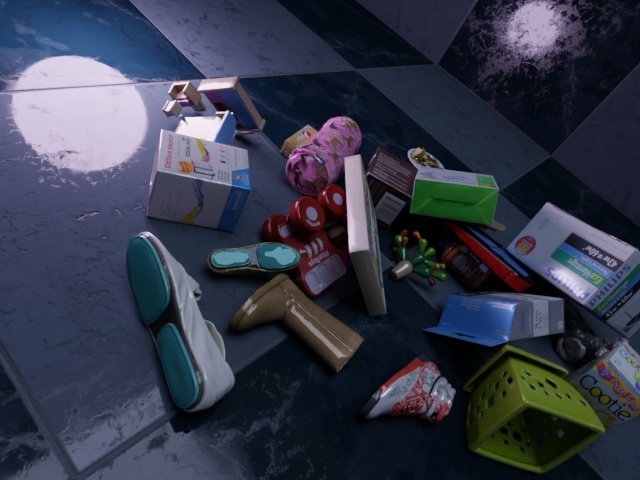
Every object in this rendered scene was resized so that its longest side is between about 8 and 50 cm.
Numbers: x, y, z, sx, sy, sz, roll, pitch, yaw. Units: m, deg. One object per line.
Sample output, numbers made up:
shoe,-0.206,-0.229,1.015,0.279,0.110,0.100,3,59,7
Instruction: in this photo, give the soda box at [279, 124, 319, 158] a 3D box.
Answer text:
soda box,-0.074,-0.359,1.633,0.058,0.061,0.181,36,40,3

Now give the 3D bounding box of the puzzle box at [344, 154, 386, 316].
puzzle box,0.128,-0.025,1.288,0.052,0.272,0.409,-11,44,12

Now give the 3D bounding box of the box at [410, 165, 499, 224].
box,0.449,-0.156,1.512,0.261,0.127,0.231,10,22,14

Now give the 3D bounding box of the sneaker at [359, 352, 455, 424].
sneaker,0.220,0.381,1.054,0.270,0.090,0.145,-19,59,-46

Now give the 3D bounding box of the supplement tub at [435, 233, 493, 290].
supplement tub,0.489,0.069,1.529,0.106,0.106,0.198,-24,65,-45

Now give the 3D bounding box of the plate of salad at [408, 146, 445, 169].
plate of salad,0.483,-0.352,1.996,0.199,0.048,0.200,18,41,-17

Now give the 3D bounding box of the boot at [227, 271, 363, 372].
boot,-0.049,0.212,1.055,0.269,0.089,0.236,41,41,8

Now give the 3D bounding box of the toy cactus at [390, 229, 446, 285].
toy cactus,0.292,0.071,1.427,0.180,0.112,0.219,-29,70,-26

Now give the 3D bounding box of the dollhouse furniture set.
dollhouse furniture set,-0.360,-0.326,1.409,0.286,0.198,0.304,5,63,25

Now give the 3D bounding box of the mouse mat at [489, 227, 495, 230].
mouse mat,0.665,-0.120,1.912,0.189,0.007,0.153,20,42,-13

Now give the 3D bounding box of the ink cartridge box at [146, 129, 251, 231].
ink cartridge box,-0.324,-0.155,1.184,0.232,0.168,0.171,10,46,-24

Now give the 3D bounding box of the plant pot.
plant pot,0.502,0.408,1.114,0.228,0.227,0.207,22,34,-11

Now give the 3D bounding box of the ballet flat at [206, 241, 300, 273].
ballet flat,-0.168,0.049,1.125,0.232,0.073,0.080,0,69,-16

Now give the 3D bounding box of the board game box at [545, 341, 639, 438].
board game box,0.746,0.421,1.207,0.142,0.275,0.144,-13,57,-41

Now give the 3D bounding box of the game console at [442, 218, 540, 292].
game console,0.611,0.039,1.573,0.342,0.060,0.386,50,22,23

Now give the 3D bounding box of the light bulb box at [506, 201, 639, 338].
light bulb box,0.912,0.100,1.527,0.361,0.225,0.358,29,14,-33

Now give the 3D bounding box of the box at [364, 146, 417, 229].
box,0.217,-0.183,1.560,0.167,0.168,0.203,28,40,-3

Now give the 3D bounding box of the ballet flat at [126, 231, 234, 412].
ballet flat,-0.293,0.161,0.938,0.139,0.139,0.400,-10,60,-39

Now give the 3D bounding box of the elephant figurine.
elephant figurine,0.866,0.331,1.484,0.239,0.186,0.169,33,-5,42

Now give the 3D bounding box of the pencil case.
pencil case,0.023,-0.306,1.568,0.160,0.167,0.386,20,38,12

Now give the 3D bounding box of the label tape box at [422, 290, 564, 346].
label tape box,0.497,0.212,1.284,0.333,0.240,0.106,1,90,-33

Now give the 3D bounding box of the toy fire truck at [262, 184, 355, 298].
toy fire truck,0.000,0.000,1.269,0.302,0.169,0.254,-30,93,-46

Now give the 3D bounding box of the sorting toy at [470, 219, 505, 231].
sorting toy,0.534,-0.114,1.726,0.229,0.041,0.307,15,17,-24
